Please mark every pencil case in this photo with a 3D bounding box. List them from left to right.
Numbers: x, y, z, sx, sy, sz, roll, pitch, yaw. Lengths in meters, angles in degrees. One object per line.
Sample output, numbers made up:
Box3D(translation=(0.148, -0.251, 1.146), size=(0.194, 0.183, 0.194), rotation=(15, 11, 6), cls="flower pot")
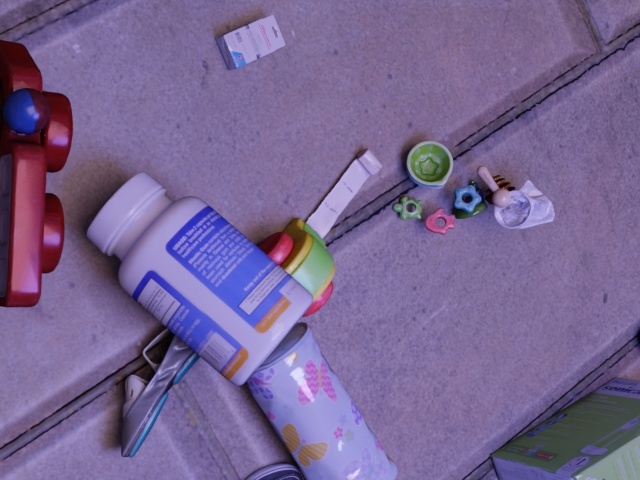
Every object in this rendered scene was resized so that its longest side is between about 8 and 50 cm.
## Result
Box3D(translation=(0.001, 0.244, 1.683), size=(0.273, 0.113, 0.124), rotation=(58, 43, -17), cls="pencil case")

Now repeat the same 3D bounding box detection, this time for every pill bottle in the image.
Box3D(translation=(-0.155, 0.041, 1.542), size=(0.272, 0.152, 0.152), rotation=(41, 70, 2), cls="pill bottle")

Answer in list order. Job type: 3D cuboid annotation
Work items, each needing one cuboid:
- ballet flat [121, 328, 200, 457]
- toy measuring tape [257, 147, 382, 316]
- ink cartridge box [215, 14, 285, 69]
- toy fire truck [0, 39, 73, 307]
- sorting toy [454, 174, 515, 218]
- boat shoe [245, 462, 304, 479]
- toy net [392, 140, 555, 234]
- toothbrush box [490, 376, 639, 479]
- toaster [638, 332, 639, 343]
Box3D(translation=(-0.215, 0.181, 1.601), size=(0.068, 0.072, 0.213), rotation=(33, 73, 3), cls="ballet flat")
Box3D(translation=(0.000, 0.000, 1.681), size=(0.121, 0.121, 0.330), rotation=(47, 69, -21), cls="toy measuring tape")
Box3D(translation=(-0.095, -0.271, 1.674), size=(0.083, 0.028, 0.048), rotation=(-28, 104, -25), cls="ink cartridge box")
Box3D(translation=(-0.358, -0.079, 1.402), size=(0.169, 0.254, 0.302), rotation=(5, 88, -29), cls="toy fire truck")
Box3D(translation=(0.241, -0.070, 1.844), size=(0.102, 0.061, 0.042), rotation=(-24, 101, -10), cls="sorting toy")
Box3D(translation=(-0.105, 0.380, 1.647), size=(0.228, 0.076, 0.080), rotation=(-27, 103, -26), cls="boat shoe")
Box3D(translation=(0.229, -0.059, 1.792), size=(0.232, 0.045, 0.122), rotation=(17, 75, 3), cls="toy net")
Box3D(translation=(0.440, 0.329, 1.873), size=(0.283, 0.206, 0.122), rotation=(-27, 103, -27), cls="toothbrush box")
Box3D(translation=(0.632, 0.165, 2.033), size=(0.168, 0.110, 0.185), rotation=(-40, 108, -23), cls="toaster")
